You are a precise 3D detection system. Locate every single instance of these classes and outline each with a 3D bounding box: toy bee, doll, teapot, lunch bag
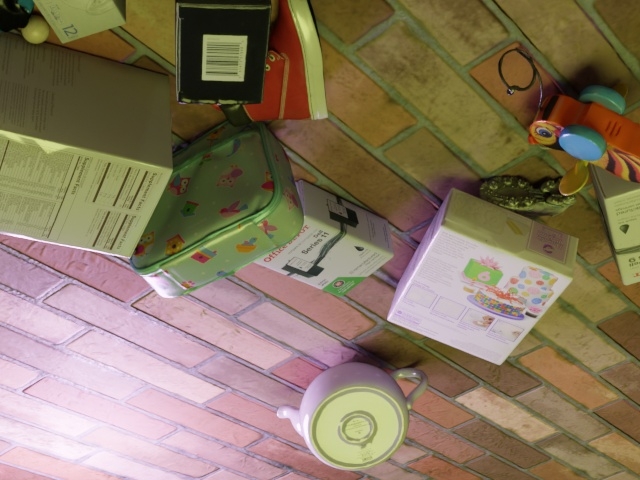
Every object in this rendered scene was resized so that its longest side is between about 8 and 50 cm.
[{"bbox_3d":[0.398,-0.180,1.439,0.195,0.298,0.162,-39,177,-14],"label":"toy bee"},{"bbox_3d":[-0.416,-0.313,1.181,0.129,0.046,0.189,-24,139,22],"label":"doll"},{"bbox_3d":[0.073,0.361,2.044,0.256,0.187,0.253,25,106,-13],"label":"teapot"},{"bbox_3d":[-0.176,-0.055,1.423,0.279,0.224,0.108,-25,143,13],"label":"lunch bag"}]

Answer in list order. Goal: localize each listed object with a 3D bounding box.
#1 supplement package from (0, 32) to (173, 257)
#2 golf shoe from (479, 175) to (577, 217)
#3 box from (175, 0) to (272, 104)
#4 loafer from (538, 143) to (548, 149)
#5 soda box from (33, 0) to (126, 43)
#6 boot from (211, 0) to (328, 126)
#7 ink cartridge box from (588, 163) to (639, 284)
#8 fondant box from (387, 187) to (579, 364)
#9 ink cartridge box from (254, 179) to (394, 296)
[{"bbox_3d":[-0.362,-0.130,1.297,0.262,0.199,0.198,12,135,-24],"label":"supplement package"},{"bbox_3d":[0.355,-0.064,1.632,0.176,0.069,0.086,3,148,-12],"label":"golf shoe"},{"bbox_3d":[-0.122,-0.290,1.132,0.108,0.207,0.153,-1,141,-9],"label":"box"},{"bbox_3d":[0.414,-0.179,1.516,0.125,0.045,0.039,-18,166,21],"label":"loafer"},{"bbox_3d":[-0.326,-0.371,1.081,0.091,0.098,0.286,-15,141,9],"label":"soda box"},{"bbox_3d":[-0.084,-0.248,1.297,0.176,0.088,0.244,-6,146,0],"label":"boot"},{"bbox_3d":[0.598,-0.065,1.624,0.211,0.122,0.289,-18,142,14],"label":"ink cartridge box"},{"bbox_3d":[0.283,0.075,1.684,0.238,0.096,0.330,22,145,0],"label":"fondant box"},{"bbox_3d":[0.000,0.000,1.629,0.208,0.087,0.153,23,132,-33],"label":"ink cartridge box"}]
